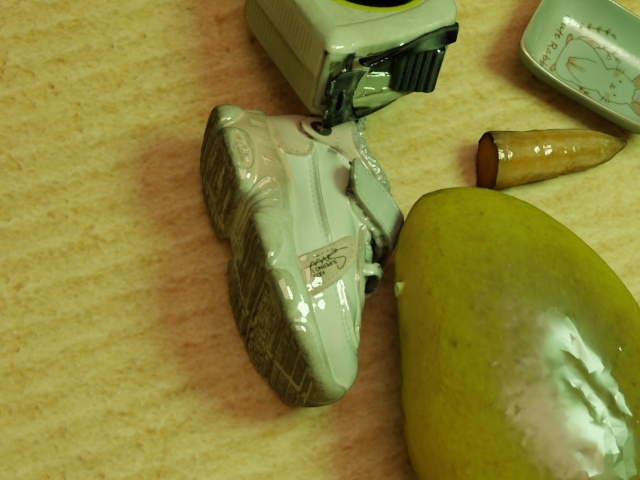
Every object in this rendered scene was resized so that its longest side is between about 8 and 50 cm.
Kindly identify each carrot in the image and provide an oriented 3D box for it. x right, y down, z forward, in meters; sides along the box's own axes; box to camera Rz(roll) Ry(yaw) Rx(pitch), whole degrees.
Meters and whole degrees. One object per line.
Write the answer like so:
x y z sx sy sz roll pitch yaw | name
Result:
0.286 -0.106 1.608 0.205 0.072 0.072 -8 71 -23 | carrot

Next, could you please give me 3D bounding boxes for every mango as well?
0.212 0.145 1.408 0.301 0.220 0.445 -23 74 -15 | mango

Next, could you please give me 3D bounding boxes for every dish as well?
0.352 -0.222 1.653 0.212 0.077 0.151 31 65 1 | dish

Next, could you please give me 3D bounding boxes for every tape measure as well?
0.055 -0.237 1.534 0.232 0.133 0.271 -7 42 -25 | tape measure

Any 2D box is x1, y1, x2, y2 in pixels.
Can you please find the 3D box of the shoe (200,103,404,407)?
0.001 0.000 1.446 0.198 0.172 0.350 -12 74 -19 | shoe
